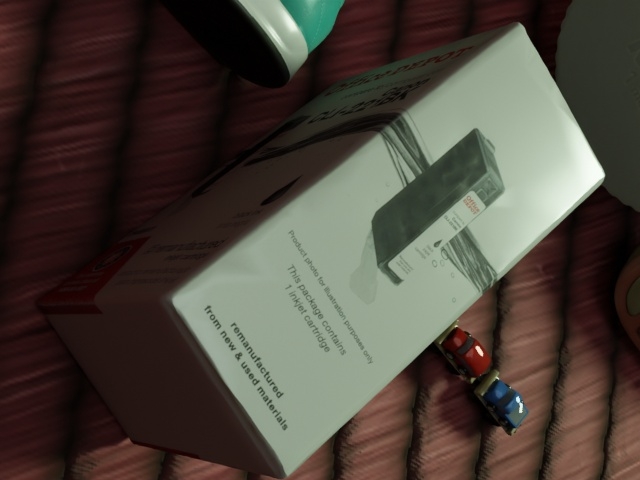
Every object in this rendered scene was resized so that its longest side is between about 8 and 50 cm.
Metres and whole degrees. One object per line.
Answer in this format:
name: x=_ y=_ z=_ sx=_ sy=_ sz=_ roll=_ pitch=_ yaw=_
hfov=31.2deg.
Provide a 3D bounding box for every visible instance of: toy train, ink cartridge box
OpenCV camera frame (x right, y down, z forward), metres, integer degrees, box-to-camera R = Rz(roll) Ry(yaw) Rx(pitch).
toy train: x=0.103 y=0.081 z=0.822 sx=0.027 sy=0.036 sz=0.158 roll=-48 pitch=110 yaw=-25
ink cartridge box: x=0.000 y=0.000 z=0.671 sx=0.273 sy=0.197 sz=0.114 roll=-38 pitch=106 yaw=-28

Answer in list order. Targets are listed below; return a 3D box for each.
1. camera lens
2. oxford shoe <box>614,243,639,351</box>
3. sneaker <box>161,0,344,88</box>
camera lens: x=0.347 y=-0.144 z=0.880 sx=0.274 sy=0.219 sz=0.219 roll=-18 pitch=96 yaw=-31
oxford shoe: x=0.404 y=0.081 z=0.976 sx=0.397 sy=0.140 sz=0.146 roll=28 pitch=42 yaw=-22
sneaker: x=-0.061 y=-0.259 z=0.693 sx=0.178 sy=0.124 sz=0.295 roll=-49 pitch=119 yaw=-19
